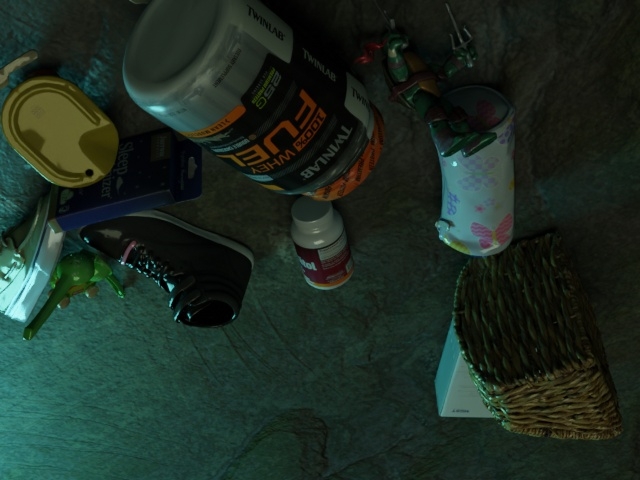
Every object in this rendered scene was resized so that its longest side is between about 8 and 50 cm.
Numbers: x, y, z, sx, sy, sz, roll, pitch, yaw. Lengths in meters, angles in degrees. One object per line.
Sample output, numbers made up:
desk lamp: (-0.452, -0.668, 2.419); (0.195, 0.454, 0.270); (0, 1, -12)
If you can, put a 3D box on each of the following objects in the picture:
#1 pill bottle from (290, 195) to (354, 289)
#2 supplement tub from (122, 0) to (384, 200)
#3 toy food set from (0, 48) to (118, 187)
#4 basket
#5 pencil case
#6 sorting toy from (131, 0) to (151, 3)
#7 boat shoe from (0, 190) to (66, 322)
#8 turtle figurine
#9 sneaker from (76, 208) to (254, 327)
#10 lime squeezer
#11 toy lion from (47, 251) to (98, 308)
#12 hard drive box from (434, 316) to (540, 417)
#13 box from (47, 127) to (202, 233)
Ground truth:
pill bottle: (0.000, 0.000, 1.851); (0.086, 0.086, 0.152); (-10, 135, 6)
supplement tub: (-0.077, -0.193, 1.542); (0.207, 0.207, 0.338); (-33, 139, 26)
toy food set: (-0.382, -0.176, 1.649); (0.128, 0.071, 0.218); (-39, 117, 5)
basket: (0.348, 0.179, 1.909); (0.213, 0.299, 0.223); (-19, 134, 15)
pencil case: (0.231, -0.101, 1.748); (0.124, 0.113, 0.273); (3, 137, 12)
sorting toy: (-0.205, -0.333, 1.527); (0.083, 0.045, 0.075); (-26, 141, 17)
boat shoe: (-0.466, 0.026, 1.826); (0.094, 0.109, 0.302); (19, 133, -17)
turtle figurine: (0.145, -0.224, 1.587); (0.175, 0.234, 0.118); (-18, 164, -43)
sneaker: (-0.243, 0.047, 1.835); (0.295, 0.147, 0.104); (17, 134, -19)
lime squeezer: (-0.362, 0.067, 1.811); (0.058, 0.310, 0.110); (0, 99, 16)
toy lion: (-0.398, 0.058, 1.885); (0.100, 0.034, 0.096); (-22, 141, -50)
hard drive box: (0.316, 0.218, 2.099); (0.181, 0.089, 0.232); (3, 135, -7)
box: (-0.283, -0.093, 1.695); (0.225, 0.136, 0.036); (-13, 136, 8)
